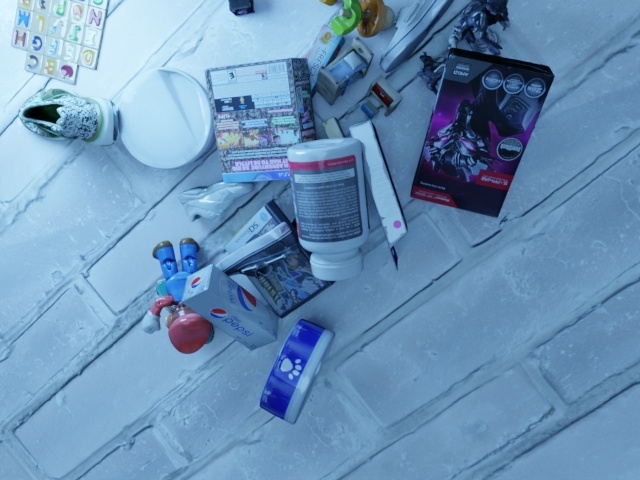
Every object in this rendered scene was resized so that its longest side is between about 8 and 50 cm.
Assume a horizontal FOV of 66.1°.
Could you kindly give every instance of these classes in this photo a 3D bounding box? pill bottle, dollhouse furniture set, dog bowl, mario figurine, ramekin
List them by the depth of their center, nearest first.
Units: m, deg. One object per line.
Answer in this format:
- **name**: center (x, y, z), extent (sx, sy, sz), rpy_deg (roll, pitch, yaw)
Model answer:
- **pill bottle**: center (0.026, -0.074, 1.175), extent (0.176, 0.176, 0.319), rpy_deg (-4, 108, 10)
- **dollhouse furniture set**: center (0.099, -0.384, 1.244), extent (0.129, 0.129, 0.184), rpy_deg (-43, 89, -8)
- **dog bowl**: center (-0.060, 0.351, 1.333), extent (0.104, 0.265, 0.265), rpy_deg (23, 102, 8)
- **ramekin**: center (-0.405, -0.330, 1.361), extent (0.272, 0.127, 0.273), rpy_deg (2, 99, 10)
- **mario figurine**: center (-0.394, 0.166, 1.400), extent (0.198, 0.170, 0.321), rpy_deg (-20, 69, 16)

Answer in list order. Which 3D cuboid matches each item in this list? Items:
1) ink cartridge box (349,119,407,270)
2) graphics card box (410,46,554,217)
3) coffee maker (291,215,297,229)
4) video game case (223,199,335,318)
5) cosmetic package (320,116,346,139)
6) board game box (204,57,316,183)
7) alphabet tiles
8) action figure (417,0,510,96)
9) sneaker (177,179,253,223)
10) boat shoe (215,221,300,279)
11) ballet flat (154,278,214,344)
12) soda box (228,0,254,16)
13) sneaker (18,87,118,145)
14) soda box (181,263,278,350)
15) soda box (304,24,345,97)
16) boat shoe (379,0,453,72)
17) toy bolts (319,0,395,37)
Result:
- **ink cartridge box**: center (0.165, -0.118, 1.267), extent (0.069, 0.176, 0.371), rpy_deg (-16, 95, 11)
- **graphics card box**: center (0.373, -0.249, 1.185), extent (0.232, 0.094, 0.371), rpy_deg (15, 124, 7)
- **coffee maker**: center (0.000, 0.000, 1.359), extent (0.178, 0.120, 0.171), rpy_deg (37, 129, 4)
- **video game case**: center (-0.121, 0.061, 1.360), extent (0.275, 0.035, 0.248), rpy_deg (51, 131, 0)
- **cosmetic package**: center (0.047, -0.272, 1.325), extent (0.041, 0.060, 0.115), rpy_deg (-26, 92, 13)
- **board game box**: center (-0.143, -0.307, 1.274), extent (0.232, 0.141, 0.291), rpy_deg (0, 109, 17)
- **alphabet tiles**: center (-0.763, -0.648, 1.436), extent (0.285, 0.011, 0.343), rpy_deg (18, 101, 7)
- **action figure**: center (0.368, -0.478, 1.184), extent (0.141, 0.164, 0.275), rpy_deg (35, 124, -21)
- **sneaker**: center (-0.286, -0.111, 1.403), extent (0.232, 0.090, 0.115), rpy_deg (-12, 103, 20)
- **boat shoe**: center (-0.173, 0.055, 1.306), extent (0.301, 0.108, 0.102), rpy_deg (-28, 96, 34)
- **ballet flat**: center (-0.401, 0.211, 1.471), extent (0.091, 0.077, 0.241), rpy_deg (-39, 86, -20)
- **soda box**: center (-0.220, -0.695, 1.311), extent (0.060, 0.053, 0.169), rpy_deg (-5, 97, 11)
- **sneaker**: center (-0.747, -0.357, 1.357), extent (0.410, 0.182, 0.158), rpy_deg (11, 98, 31)
- **soda box**: center (-0.238, 0.189, 1.348), extent (0.098, 0.091, 0.286), rpy_deg (-26, 130, 24)
- **soda box**: center (-0.008, -0.470, 1.305), extent (0.063, 0.058, 0.183), rpy_deg (33, 103, 4)
- **boat shoe**: center (0.228, -0.548, 1.235), extent (0.088, 0.096, 0.267), rpy_deg (42, 102, 6)
- **toy bolts**: center (0.113, -0.649, 1.221), extent (0.218, 0.158, 0.228), rpy_deg (62, 146, 31)
